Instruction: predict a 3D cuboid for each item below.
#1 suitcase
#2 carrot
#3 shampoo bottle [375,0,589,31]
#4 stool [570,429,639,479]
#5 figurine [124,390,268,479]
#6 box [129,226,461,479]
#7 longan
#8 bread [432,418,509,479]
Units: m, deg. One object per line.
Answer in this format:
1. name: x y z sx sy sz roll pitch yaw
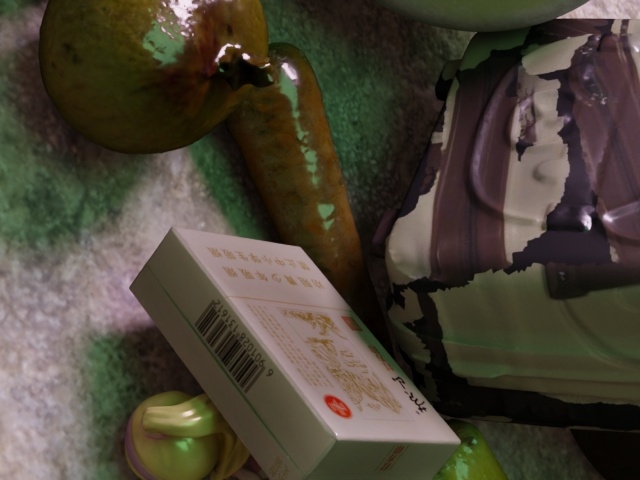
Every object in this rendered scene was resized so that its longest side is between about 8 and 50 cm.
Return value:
1. suitcase: 0.235 -0.009 1.249 0.351 0.339 0.194 -67 152 -46
2. carrot: 0.000 0.000 1.254 0.078 0.078 0.298 -19 89 -42
3. shampoo bottle: 0.130 -0.343 1.322 0.322 0.322 0.317 36 43 -23
4. stool: 0.341 0.085 1.379 0.179 0.179 0.264 50 64 -13
5. figurine: -0.057 0.130 1.155 0.187 0.083 0.083 13 65 -46
6. box: -0.018 0.080 1.131 0.141 0.058 0.201 9 33 -52
7. longan: -0.104 -0.127 1.151 0.154 0.176 0.145 -60 143 -16
8. bread: 0.045 0.225 1.173 0.245 0.102 0.094 -46 114 -41
